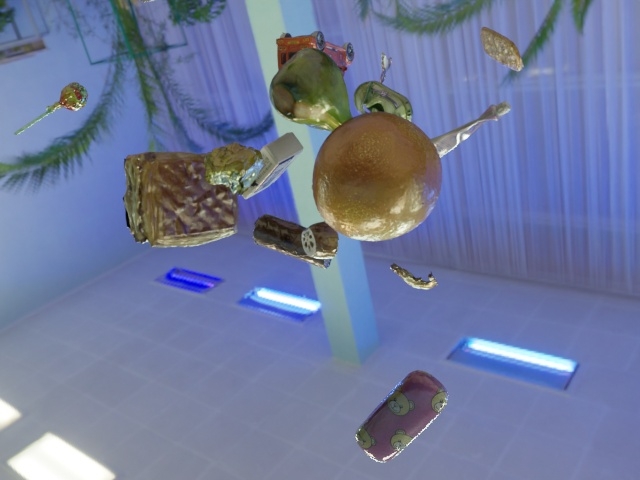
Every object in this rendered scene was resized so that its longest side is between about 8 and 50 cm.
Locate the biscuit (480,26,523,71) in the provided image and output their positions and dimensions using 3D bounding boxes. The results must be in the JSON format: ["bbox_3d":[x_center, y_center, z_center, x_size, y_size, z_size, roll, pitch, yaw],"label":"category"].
[{"bbox_3d":[0.589,-0.628,2.062,0.029,0.118,0.247,-32,-145,3],"label":"biscuit"}]

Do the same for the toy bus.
[{"bbox_3d":[-0.010,-0.595,2.082,0.143,0.153,0.329,5,-171,26],"label":"toy bus"}]

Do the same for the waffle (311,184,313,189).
[{"bbox_3d":[0.116,-0.142,1.984,0.250,0.056,0.261,37,-137,27],"label":"waffle"}]

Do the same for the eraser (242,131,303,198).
[{"bbox_3d":[-0.174,-0.243,2.077,0.124,0.081,0.279,-36,179,-37],"label":"eraser"}]

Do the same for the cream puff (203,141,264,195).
[{"bbox_3d":[-0.225,-0.192,1.592,0.156,0.156,0.121,10,-106,41],"label":"cream puff"}]

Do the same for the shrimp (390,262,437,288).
[{"bbox_3d":[0.208,0.075,1.381,0.083,0.114,0.023,-20,-136,53],"label":"shrimp"}]

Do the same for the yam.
[{"bbox_3d":[-0.088,0.000,2.171,0.280,0.131,0.131,20,-145,15],"label":"yam"}]

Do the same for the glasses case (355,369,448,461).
[{"bbox_3d":[0.206,0.460,1.633,0.123,0.316,0.076,40,-150,8],"label":"glasses case"}]

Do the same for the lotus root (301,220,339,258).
[{"bbox_3d":[0.001,0.003,1.884,0.081,0.112,0.122,-8,173,-24],"label":"lotus root"}]

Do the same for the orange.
[{"bbox_3d":[0.114,-0.129,1.311,0.274,0.274,0.274,-11,-155,5],"label":"orange"}]

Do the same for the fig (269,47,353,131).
[{"bbox_3d":[0.004,-0.370,1.685,0.206,0.275,0.206,-50,-177,3],"label":"fig"}]

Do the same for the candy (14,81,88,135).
[{"bbox_3d":[-0.607,-0.287,1.407,0.201,0.060,0.060,-27,-157,12],"label":"candy"}]

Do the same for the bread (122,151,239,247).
[{"bbox_3d":[-0.412,-0.126,1.842,0.325,0.277,0.167,-9,-168,-34],"label":"bread"}]

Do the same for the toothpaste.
[{"bbox_3d":[0.408,-0.311,1.788,0.075,0.048,0.301,18,148,-37],"label":"toothpaste"}]

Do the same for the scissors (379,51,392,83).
[{"bbox_3d":[0.194,-0.532,1.899,0.022,0.085,0.176,25,-179,9],"label":"scissors"}]

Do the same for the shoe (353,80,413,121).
[{"bbox_3d":[0.192,-0.450,2.069,0.128,0.140,0.262,-11,-147,-40],"label":"shoe"}]
